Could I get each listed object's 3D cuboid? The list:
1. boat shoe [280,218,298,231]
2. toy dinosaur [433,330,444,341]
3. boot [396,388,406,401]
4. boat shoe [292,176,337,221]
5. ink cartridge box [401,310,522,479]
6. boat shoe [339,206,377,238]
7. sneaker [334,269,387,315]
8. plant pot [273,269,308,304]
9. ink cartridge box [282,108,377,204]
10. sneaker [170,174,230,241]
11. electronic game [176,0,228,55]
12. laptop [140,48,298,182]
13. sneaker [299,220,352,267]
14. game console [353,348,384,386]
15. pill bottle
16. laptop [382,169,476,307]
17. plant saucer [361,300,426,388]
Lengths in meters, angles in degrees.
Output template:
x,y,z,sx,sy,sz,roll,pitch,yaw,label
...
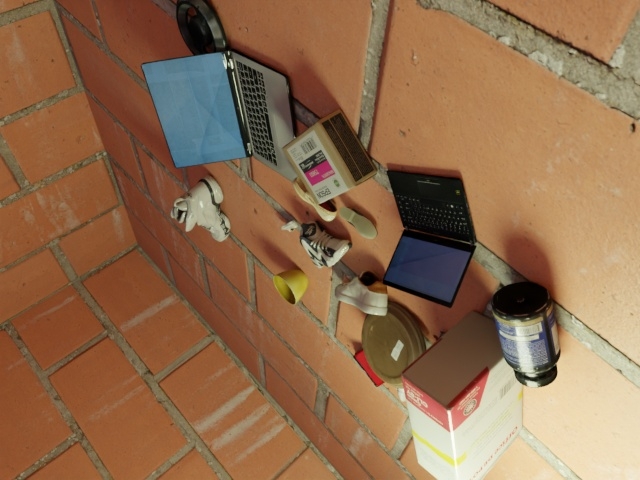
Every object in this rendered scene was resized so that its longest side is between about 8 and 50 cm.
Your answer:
x,y,z,sx,sy,sz,roll,pitch,yaw,label
-0.107,-0.047,1.951,0.100,0.035,0.035,-23,98,57,boat shoe
0.340,0.300,1.577,0.047,0.090,0.082,-143,60,-62,toy dinosaur
0.266,0.409,1.817,0.123,0.095,0.258,41,143,38,boot
-0.011,-0.135,1.660,0.170,0.063,0.059,44,151,0,boat shoe
0.372,0.420,1.416,0.160,0.279,0.385,28,143,44,ink cartridge box
0.112,-0.051,1.571,0.137,0.049,0.043,38,-168,26,boat shoe
0.135,0.148,1.740,0.290,0.105,0.123,-167,85,-66,sneaker
-0.102,0.164,2.117,0.134,0.095,0.134,40,151,28,plant pot
0.019,-0.215,1.481,0.193,0.088,0.234,59,153,-6,ink cartridge box
-0.514,-0.097,2.370,0.137,0.210,0.366,40,150,29,sneaker
-0.356,-0.629,1.662,0.229,0.048,0.229,37,149,27,electronic game
-0.284,-0.341,1.671,0.408,0.236,0.382,35,148,34,laptop
0.000,0.000,1.754,0.153,0.094,0.235,49,165,-6,sneaker
0.196,0.461,2.064,0.144,0.085,0.124,51,123,6,game console
0.454,0.210,1.212,0.122,0.122,0.219,17,135,51,pill bottle
0.231,-0.012,1.308,0.234,0.136,0.264,17,135,51,laptop
0.217,0.326,1.723,0.277,0.041,0.278,16,110,51,plant saucer
